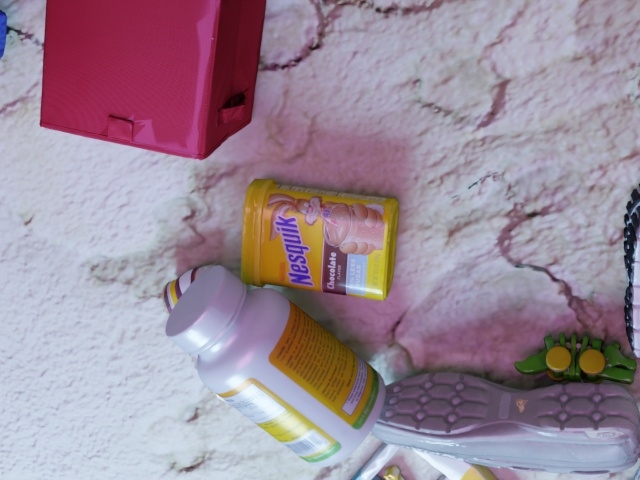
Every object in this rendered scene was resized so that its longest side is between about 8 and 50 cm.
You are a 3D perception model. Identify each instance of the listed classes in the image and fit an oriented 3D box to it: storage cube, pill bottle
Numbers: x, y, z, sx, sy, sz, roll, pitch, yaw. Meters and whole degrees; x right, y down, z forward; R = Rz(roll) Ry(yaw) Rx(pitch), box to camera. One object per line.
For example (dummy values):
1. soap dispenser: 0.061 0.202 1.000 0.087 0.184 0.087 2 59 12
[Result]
1. storage cube: -0.178 -0.216 1.329 0.214 0.184 0.193 13 112 10
2. pill bottle: -0.054 0.140 1.418 0.245 0.136 0.136 40 116 -21

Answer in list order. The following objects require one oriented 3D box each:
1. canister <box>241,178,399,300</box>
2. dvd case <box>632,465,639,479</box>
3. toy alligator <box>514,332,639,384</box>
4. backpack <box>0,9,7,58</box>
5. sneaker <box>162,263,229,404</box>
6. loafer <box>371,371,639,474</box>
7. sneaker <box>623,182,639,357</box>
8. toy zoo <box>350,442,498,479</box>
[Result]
1. canister: 0.000 0.000 1.422 0.169 0.073 0.126 7 112 11
2. dvd case: 0.443 0.338 1.454 0.180 0.022 0.253 23 114 5
3. toy alligator: 0.317 0.134 1.399 0.189 0.056 0.051 4 70 14
4. backpack: -0.429 -0.248 1.433 0.120 0.101 0.098 31 115 38
5. sneaker: -0.115 0.118 1.497 0.083 0.069 0.186 -26 102 27
6. loafer: 0.209 0.222 1.426 0.319 0.112 0.111 3 132 22
7. sneaker: 0.378 0.026 1.333 0.094 0.081 0.209 -3 116 9
8. toy zoo: 0.120 0.351 1.541 0.192 0.030 0.293 38 115 -1
